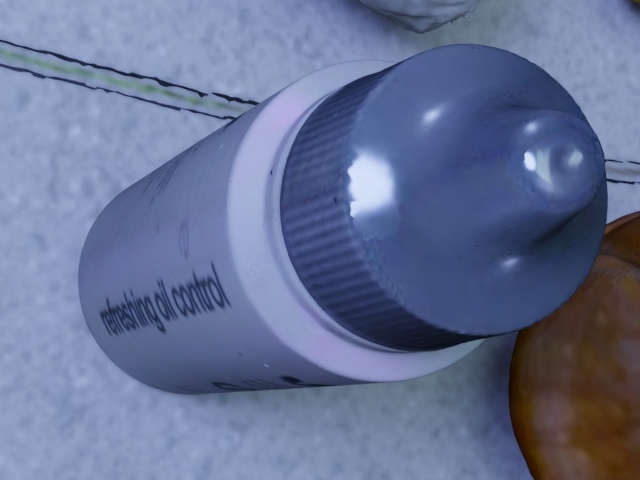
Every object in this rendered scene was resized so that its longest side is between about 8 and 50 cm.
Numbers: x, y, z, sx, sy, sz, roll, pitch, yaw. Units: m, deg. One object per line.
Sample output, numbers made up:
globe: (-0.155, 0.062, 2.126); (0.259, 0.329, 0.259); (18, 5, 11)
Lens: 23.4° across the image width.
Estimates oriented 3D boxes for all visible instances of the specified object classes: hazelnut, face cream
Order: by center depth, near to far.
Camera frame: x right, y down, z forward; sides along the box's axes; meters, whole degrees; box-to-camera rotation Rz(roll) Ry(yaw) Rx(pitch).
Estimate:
face cream: (0.000, 0.000, 0.468); (0.092, 0.311, 0.092); (3, 83, -21)
hazelnut: (0.153, 0.057, 0.607); (0.150, 0.150, 0.150); (2, 83, -20)

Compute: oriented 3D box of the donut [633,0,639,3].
donut: (0.147, -0.142, 0.671); (0.038, 0.067, 0.083); (2, 117, -3)

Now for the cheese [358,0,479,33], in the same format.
cheese: (0.013, -0.200, 0.581); (0.189, 0.154, 0.198); (22, 77, -11)
